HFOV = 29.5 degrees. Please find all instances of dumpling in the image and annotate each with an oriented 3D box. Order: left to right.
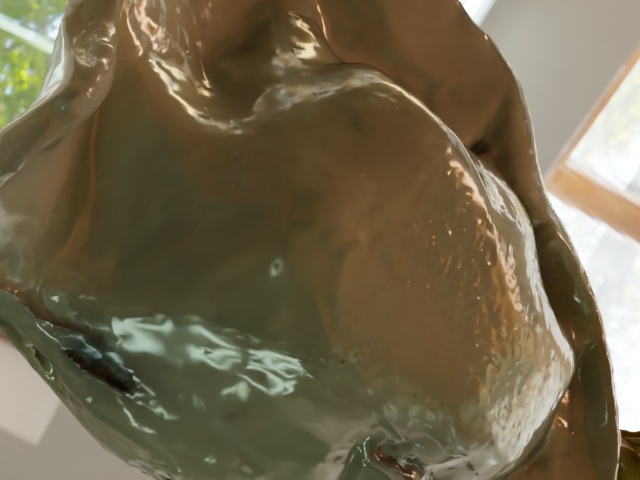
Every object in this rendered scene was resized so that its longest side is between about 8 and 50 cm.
[{"bbox_3d":[0.000,0.000,0.524,0.318,0.187,0.242,29,-111,-29],"label":"dumpling"}]

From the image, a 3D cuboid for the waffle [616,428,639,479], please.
[{"bbox_3d":[0.209,0.258,0.882,0.261,0.250,0.056,-3,177,0],"label":"waffle"}]
